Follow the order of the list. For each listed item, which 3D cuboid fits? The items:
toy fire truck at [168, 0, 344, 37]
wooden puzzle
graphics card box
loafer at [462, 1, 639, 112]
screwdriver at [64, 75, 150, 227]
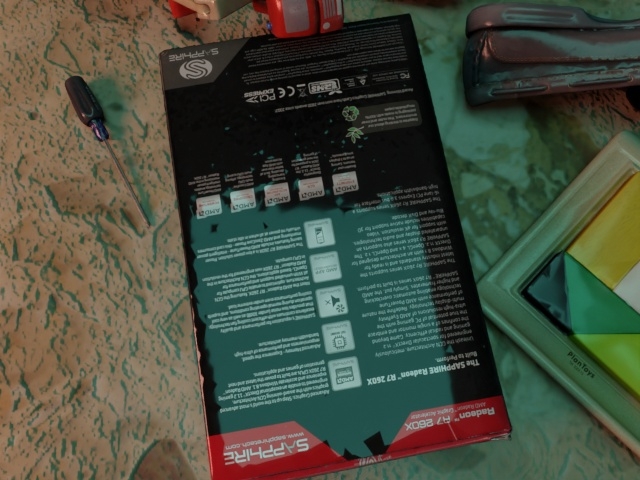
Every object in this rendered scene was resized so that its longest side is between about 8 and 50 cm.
[{"bbox_3d":[-0.068,-0.225,0.564,0.135,0.047,0.192,-16,37,-10],"label":"toy fire truck"},{"bbox_3d":[0.290,0.042,0.549,0.221,0.044,0.238,43,79,10],"label":"wooden puzzle"},{"bbox_3d":[0.000,0.000,0.535,0.233,0.094,0.371,-11,77,-2],"label":"graphics card box"},{"bbox_3d":[0.285,-0.157,0.583,0.302,0.109,0.095,8,95,8],"label":"loafer"},{"bbox_3d":[-0.203,-0.085,0.599,0.024,0.025,0.170,-28,86,-8],"label":"screwdriver"}]
